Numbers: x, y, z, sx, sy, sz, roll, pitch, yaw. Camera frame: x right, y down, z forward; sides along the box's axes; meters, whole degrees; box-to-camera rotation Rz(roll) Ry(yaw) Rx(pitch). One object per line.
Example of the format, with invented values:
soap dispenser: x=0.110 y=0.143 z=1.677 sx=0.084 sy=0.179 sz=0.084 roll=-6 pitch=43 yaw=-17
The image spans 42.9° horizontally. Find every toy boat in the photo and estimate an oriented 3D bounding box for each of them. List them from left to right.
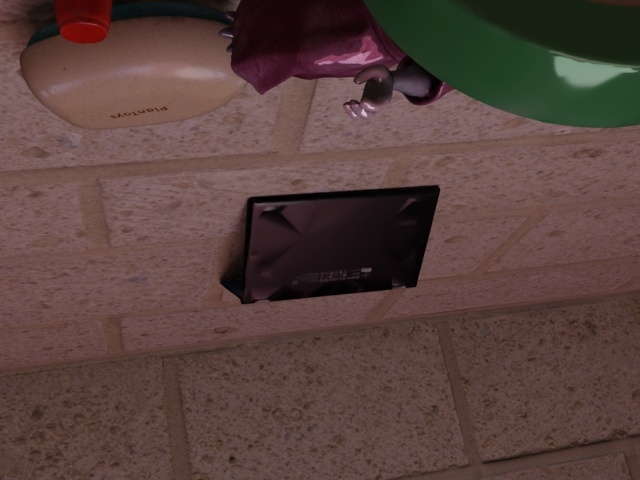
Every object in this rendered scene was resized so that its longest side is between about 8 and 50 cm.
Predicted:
toy boat: x=-0.206 y=-0.231 z=0.867 sx=0.268 sy=0.148 sz=0.318 roll=-6 pitch=167 yaw=3

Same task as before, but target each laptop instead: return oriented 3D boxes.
laptop: x=0.000 y=0.000 z=1.732 sx=0.382 sy=0.236 sz=0.407 roll=-5 pitch=131 yaw=-16

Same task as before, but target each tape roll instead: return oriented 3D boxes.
tape roll: x=0.175 y=-0.233 z=0.552 sx=0.322 sy=0.321 sz=0.077 roll=-8 pitch=160 yaw=-8

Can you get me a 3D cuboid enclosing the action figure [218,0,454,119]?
action figure: x=0.087 y=-0.202 z=0.743 sx=0.370 sy=0.248 sz=0.276 roll=13 pitch=179 yaw=44
